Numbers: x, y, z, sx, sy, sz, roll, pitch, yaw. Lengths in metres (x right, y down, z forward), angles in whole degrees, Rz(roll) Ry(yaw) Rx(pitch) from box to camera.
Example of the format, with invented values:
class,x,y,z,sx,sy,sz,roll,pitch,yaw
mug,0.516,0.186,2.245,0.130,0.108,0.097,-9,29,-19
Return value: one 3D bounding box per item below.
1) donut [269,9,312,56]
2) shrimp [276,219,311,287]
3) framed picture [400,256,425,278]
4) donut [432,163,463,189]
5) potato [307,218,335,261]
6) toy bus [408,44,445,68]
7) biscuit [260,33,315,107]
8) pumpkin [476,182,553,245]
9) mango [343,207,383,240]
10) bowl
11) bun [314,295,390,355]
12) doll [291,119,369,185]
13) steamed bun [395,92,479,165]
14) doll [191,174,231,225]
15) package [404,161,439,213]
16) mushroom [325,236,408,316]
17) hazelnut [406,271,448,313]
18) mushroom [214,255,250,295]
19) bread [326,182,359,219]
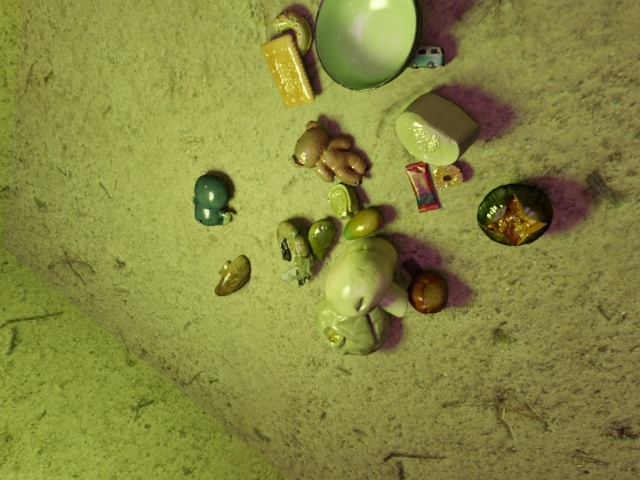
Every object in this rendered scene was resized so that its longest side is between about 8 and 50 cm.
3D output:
class,x,y,z,sx,sy,sz,roll,pitch,yaw
donut,-0.096,-0.763,1.459,0.166,0.065,0.108,47,124,-4
shrimp,-0.125,0.066,1.869,0.247,0.085,0.359,28,138,48
framed picture,0.396,0.119,1.733,0.066,0.006,0.089,-36,97,35
donut,0.471,-0.240,1.489,0.108,0.043,0.097,-4,114,27
potato,0.000,0.000,1.798,0.118,0.090,0.225,11,127,-2
toy bus,0.351,-0.610,1.341,0.123,0.060,0.074,9,115,23
biscuit,-0.123,-0.630,1.521,0.160,0.030,0.249,3,128,39
pumpkin,0.673,-0.090,1.407,0.238,0.159,0.237,15,132,17
mango,0.170,-0.064,1.666,0.092,0.130,0.195,34,125,-26
bowl,0.174,-0.667,1.298,0.355,0.185,0.352,13,115,29
bun,0.137,0.393,1.867,0.366,0.219,0.364,11,123,17
doll,0.037,-0.321,1.609,0.304,0.156,0.201,29,84,-13
steamed bun,0.390,-0.371,1.371,0.250,0.200,0.154,38,149,6
doll,-0.522,-0.191,1.916,0.228,0.154,0.258,26,117,15
package,0.393,-0.204,1.557,0.083,0.022,0.200,-12,108,29
mushroom,0.195,0.146,1.641,0.354,0.353,0.324,8,97,21
hazelnut,0.438,0.225,1.674,0.182,0.182,0.181,11,119,19
mushroom,-0.475,0.207,2.087,0.156,0.151,0.285,38,125,0
bread,0.095,-0.161,1.669,0.118,0.064,0.156,-21,85,43
